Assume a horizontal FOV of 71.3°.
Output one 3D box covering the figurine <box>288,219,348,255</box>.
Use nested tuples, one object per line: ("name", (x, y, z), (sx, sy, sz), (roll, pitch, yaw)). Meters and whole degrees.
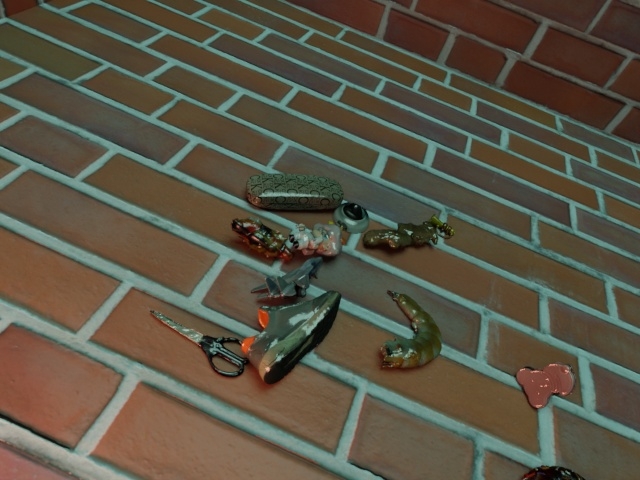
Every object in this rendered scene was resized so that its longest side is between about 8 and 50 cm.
("figurine", (0.000, 0.000, 1.446), (0.228, 0.112, 0.137), (-5, 39, -40))

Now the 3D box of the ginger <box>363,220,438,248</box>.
("ginger", (0.291, -0.020, 1.593), (0.290, 0.084, 0.122), (-8, 59, -24))

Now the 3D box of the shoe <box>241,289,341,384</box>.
("shoe", (-0.087, 0.228, 1.222), (0.171, 0.132, 0.336), (31, 46, 23))

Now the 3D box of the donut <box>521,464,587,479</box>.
("donut", (0.596, 0.662, 1.080), (0.235, 0.089, 0.235), (8, 48, -9))

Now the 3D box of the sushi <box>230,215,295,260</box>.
("sushi", (-0.181, -0.006, 1.412), (0.226, 0.097, 0.103), (34, 51, -8))

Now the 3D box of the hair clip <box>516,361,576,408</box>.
("hair clip", (0.660, 0.412, 1.297), (0.102, 0.138, 0.123), (-4, 58, -15))

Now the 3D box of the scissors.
("scissors", (-0.322, 0.256, 1.173), (0.300, 0.022, 0.109), (29, 44, 5))

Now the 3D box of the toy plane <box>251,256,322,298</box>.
("toy plane", (-0.061, 0.116, 1.350), (0.267, 0.212, 0.088), (-23, 102, -54))

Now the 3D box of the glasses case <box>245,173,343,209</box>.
("glasses case", (-0.089, -0.175, 1.600), (0.354, 0.085, 0.137), (-1, 46, -17))

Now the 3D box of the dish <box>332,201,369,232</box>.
("dish", (0.121, -0.103, 1.614), (0.141, 0.078, 0.141), (10, 46, -11))

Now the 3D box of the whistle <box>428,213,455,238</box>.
("whistle", (0.467, -0.051, 1.714), (0.109, 0.046, 0.057), (37, 33, 7))

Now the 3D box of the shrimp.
("shrimp", (0.278, 0.271, 1.338), (0.185, 0.068, 0.287), (21, 44, -3))
